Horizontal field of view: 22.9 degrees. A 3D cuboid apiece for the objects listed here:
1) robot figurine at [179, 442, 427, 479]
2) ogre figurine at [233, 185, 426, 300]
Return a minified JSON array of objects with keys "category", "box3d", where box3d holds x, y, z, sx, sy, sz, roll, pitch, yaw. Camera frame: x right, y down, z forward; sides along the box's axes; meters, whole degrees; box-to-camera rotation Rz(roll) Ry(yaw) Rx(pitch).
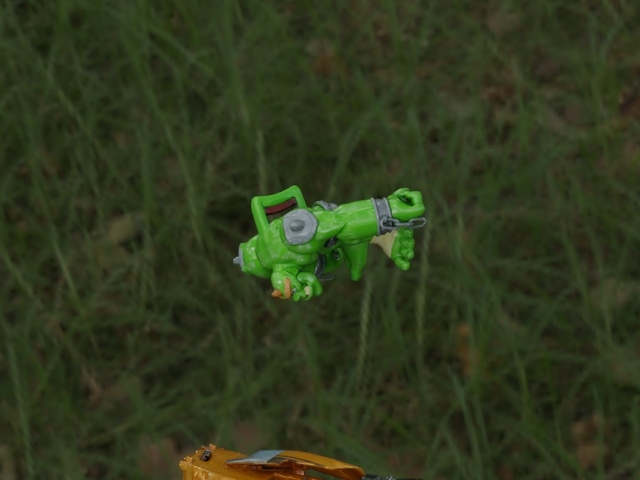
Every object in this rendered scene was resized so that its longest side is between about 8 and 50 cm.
[{"category":"robot figurine","box3d":[0.021,0.264,1.249,0.291,0.211,0.085,13,18,23]},{"category":"ogre figurine","box3d":[0.000,0.000,1.367,0.118,0.097,0.197,-5,7,-25]}]
